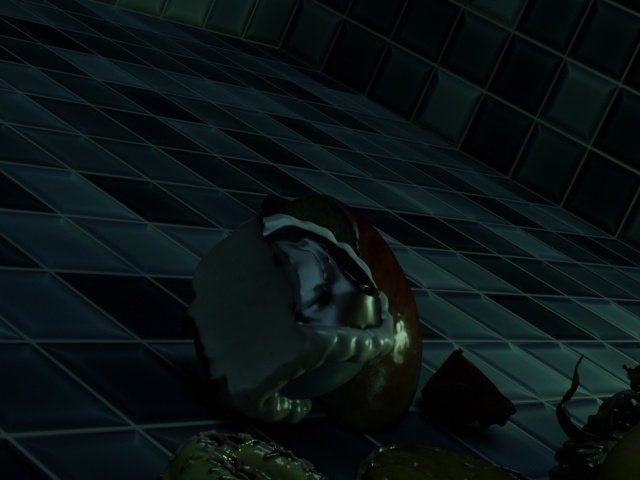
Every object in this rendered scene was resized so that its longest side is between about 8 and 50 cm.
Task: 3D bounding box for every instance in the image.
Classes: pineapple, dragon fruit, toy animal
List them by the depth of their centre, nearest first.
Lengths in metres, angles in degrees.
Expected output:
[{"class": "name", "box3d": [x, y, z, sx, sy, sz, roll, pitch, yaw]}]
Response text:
[{"class": "toy animal", "box3d": [-0.033, 0.094, 1.655, 0.156, 0.204, 0.208, 31, 25, -42]}, {"class": "pineapple", "box3d": [0.395, 0.245, 1.846, 0.271, 0.263, 0.262, -14, 37, -42]}, {"class": "dragon fruit", "box3d": [0.179, 0.194, 1.895, 0.106, 0.083, 0.162, 43, -4, 2]}]

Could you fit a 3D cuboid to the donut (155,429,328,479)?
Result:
[{"class": "donut", "box3d": [-0.056, 0.224, 1.370, 0.174, 0.068, 0.174, 22, 14, -6]}]

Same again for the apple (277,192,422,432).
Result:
[{"class": "apple", "box3d": [0.027, 0.088, 1.862, 0.254, 0.179, 0.346, 61, -6, -31]}]

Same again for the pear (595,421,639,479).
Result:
[{"class": "pear", "box3d": [0.402, 0.261, 1.451, 0.284, 0.336, 0.285, 7, 53, -10]}]

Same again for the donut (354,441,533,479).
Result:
[{"class": "donut", "box3d": [0.132, 0.294, 1.374, 0.272, 0.107, 0.272, 20, 18, -7]}]

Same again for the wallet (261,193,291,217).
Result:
[{"class": "wallet", "box3d": [0.000, 0.000, 2.396, 0.149, 0.044, 0.250, 23, 12, -22]}]
